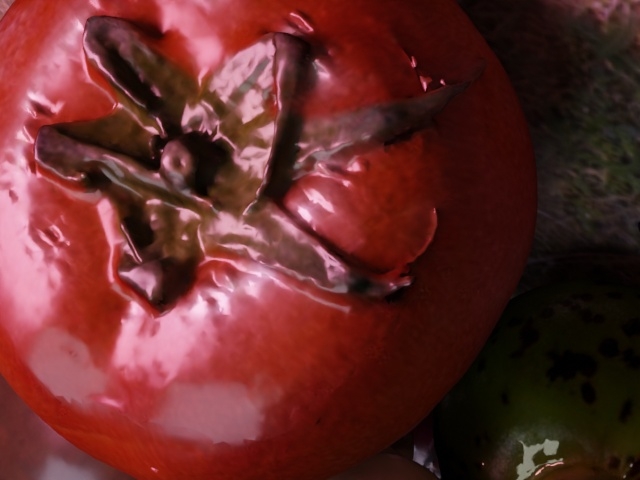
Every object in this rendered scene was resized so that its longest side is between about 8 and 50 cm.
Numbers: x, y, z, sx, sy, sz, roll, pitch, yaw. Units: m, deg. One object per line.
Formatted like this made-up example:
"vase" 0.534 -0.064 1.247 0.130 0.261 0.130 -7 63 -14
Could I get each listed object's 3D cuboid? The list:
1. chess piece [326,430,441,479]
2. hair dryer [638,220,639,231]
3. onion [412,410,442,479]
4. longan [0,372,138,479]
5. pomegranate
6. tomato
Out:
"chess piece" 0.017 0.151 0.887 0.142 0.261 0.143 -4 122 -6
"hair dryer" 0.273 0.026 0.656 0.107 0.189 0.344 51 163 -25
"onion" 0.097 0.189 1.044 0.135 0.198 0.173 26 168 6
"longan" -0.190 0.172 1.252 0.297 0.297 0.297 27 150 17
"pomegranate" 0.170 0.140 0.847 0.211 0.263 0.211 5 115 12
"tomato" -0.039 -0.026 0.778 0.341 0.341 0.273 27 -179 17
